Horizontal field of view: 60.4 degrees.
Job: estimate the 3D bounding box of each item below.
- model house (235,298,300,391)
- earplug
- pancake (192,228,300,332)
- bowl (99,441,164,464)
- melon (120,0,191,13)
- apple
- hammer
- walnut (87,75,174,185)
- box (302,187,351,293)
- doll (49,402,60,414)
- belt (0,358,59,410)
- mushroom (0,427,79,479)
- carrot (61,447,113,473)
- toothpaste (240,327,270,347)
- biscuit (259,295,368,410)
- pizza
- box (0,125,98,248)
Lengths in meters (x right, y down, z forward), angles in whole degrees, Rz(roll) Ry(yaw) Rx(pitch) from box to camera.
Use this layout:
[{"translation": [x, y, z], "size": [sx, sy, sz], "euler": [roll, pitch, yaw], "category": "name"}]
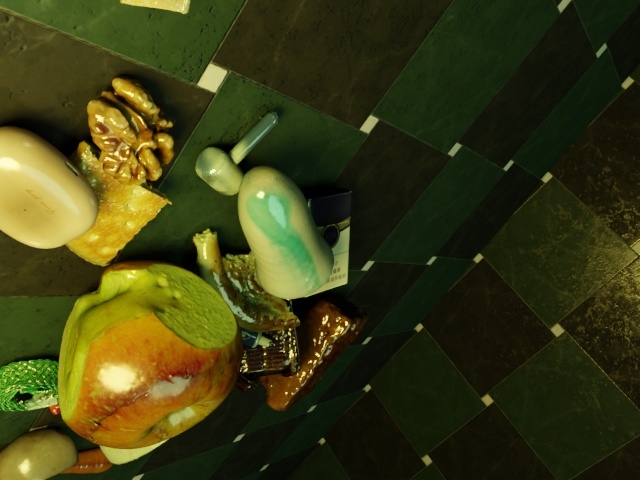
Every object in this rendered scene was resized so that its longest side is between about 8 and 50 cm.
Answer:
[{"translation": [-0.220, 0.265, 1.510], "size": [0.283, 0.297, 0.317], "euler": [-10, 169, -12], "category": "model house"}, {"translation": [-0.085, -0.036, 1.146], "size": [0.185, 0.185, 0.324], "euler": [-35, 145, -14], "category": "earplug"}, {"translation": [-0.163, 0.104, 1.300], "size": [0.376, 0.054, 0.197], "euler": [44, 59, -39], "category": "pancake"}, {"translation": [-0.419, 0.376, 1.335], "size": [0.307, 0.163, 0.307], "euler": [-33, -171, 6], "category": "bowl"}, {"translation": [-0.207, -0.397, 0.721], "size": [0.098, 0.054, 0.182], "euler": [-3, 135, -30], "category": "melon"}, {"translation": [-0.343, 0.204, 1.077], "size": [0.374, 0.374, 0.384], "euler": [-38, 158, -8], "category": "apple"}, {"translation": [-0.151, -0.179, 1.075], "size": [0.194, 0.069, 0.116], "euler": [-47, 152, -2], "category": "hammer"}, {"translation": [-0.286, -0.164, 0.860], "size": [0.143, 0.069, 0.170], "euler": [-63, 151, -30], "category": "walnut"}, {"translation": [0.000, 0.000, 1.406], "size": [0.168, 0.071, 0.259], "euler": [-15, 115, -42], "category": "box"}, {"translation": [-0.553, 0.340, 1.292], "size": [0.195, 0.062, 0.104], "euler": [-39, 152, 8], "category": "doll"}, {"translation": [-0.605, 0.295, 1.150], "size": [0.121, 0.079, 0.151], "euler": [-44, 143, 25], "category": "belt"}, {"translation": [-0.678, 0.513, 1.322], "size": [0.188, 0.141, 0.117], "euler": [1, 96, -56], "category": "mushroom"}, {"translation": [-0.690, 0.609, 1.510], "size": [0.069, 0.069, 0.336], "euler": [-48, 146, 10], "category": "carrot"}, {"translation": [-0.246, 0.204, 1.338], "size": [0.268, 0.047, 0.069], "euler": [24, 124, -13], "category": "toothpaste"}, {"translation": [-0.026, 0.362, 1.850], "size": [0.395, 0.166, 0.343], "euler": [-51, 168, 5], "category": "biscuit"}, {"translation": [-0.363, -0.065, 0.956], "size": [0.197, 0.058, 0.292], "euler": [-17, 145, -25], "category": "pizza"}, {"translation": [-0.420, -0.072, 0.795], "size": [0.146, 0.088, 0.200], "euler": [-26, 134, 7], "category": "box"}]
